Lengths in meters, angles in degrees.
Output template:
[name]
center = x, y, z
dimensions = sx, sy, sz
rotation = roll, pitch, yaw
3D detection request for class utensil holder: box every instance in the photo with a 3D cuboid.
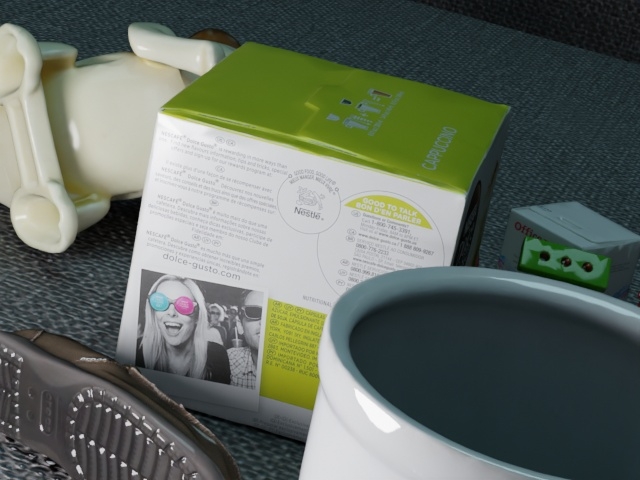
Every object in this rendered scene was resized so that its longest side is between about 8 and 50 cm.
[utensil holder]
center = 0.127, 0.261, 1.198
dimensions = 0.327, 0.386, 0.327
rotation = 10, 22, -4

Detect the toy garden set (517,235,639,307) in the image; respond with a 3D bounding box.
[toy garden set]
center = 0.313, 0.134, 1.898
dimensions = 0.203, 0.049, 0.244
rotation = 15, 61, 0

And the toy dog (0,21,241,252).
[toy dog]
center = -0.236, -0.141, 2.159
dimensions = 0.407, 0.285, 0.395
rotation = -13, -6, -29

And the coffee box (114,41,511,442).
[coffee box]
center = 0.000, 0.000, 1.826
dimensions = 0.338, 0.334, 0.337
rotation = 15, 23, 9

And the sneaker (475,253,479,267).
[sneaker]
center = 0.071, -0.001, 2.177
dimensions = 0.276, 0.098, 0.135
rotation = 22, 22, 20

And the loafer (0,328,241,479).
[loafer]
center = -0.195, 0.170, 1.584
dimensions = 0.366, 0.134, 0.130
rotation = 30, 28, 37

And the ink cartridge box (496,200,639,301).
[ink cartridge box]
center = 0.307, 0.055, 2.059
dimensions = 0.127, 0.176, 0.128
rotation = -8, 30, -40
